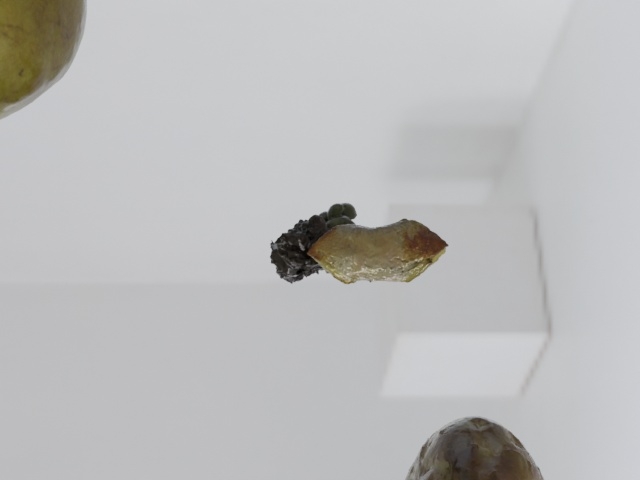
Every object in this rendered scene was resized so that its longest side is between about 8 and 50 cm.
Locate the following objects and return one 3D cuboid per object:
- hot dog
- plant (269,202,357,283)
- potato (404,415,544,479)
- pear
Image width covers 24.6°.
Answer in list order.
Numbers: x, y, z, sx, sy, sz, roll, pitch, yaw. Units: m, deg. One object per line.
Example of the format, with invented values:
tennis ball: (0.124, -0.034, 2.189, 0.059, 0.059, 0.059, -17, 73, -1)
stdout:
hot dog: (0.071, 0.016, 1.765, 0.061, 0.169, 0.078, 71, -159, -66)
plant: (0.000, 0.000, 1.849, 0.174, 0.087, 0.085, -33, -40, -53)
potato: (0.214, 0.405, 2.121, 0.237, 0.301, 0.288, 85, 168, -59)
pear: (-0.422, -0.277, 1.646, 0.304, 0.304, 0.304, 180, 90, -84)
